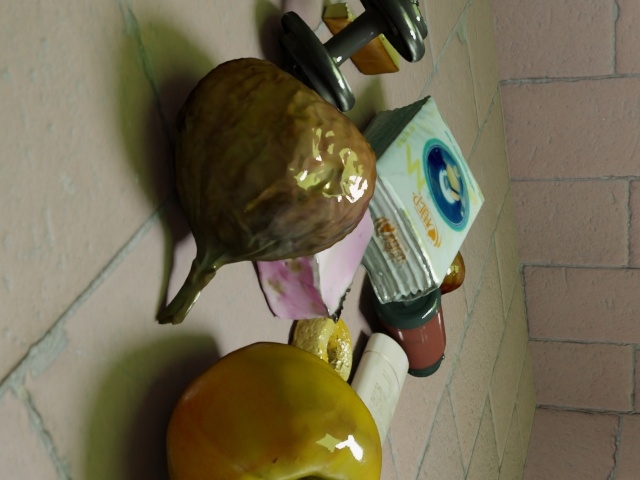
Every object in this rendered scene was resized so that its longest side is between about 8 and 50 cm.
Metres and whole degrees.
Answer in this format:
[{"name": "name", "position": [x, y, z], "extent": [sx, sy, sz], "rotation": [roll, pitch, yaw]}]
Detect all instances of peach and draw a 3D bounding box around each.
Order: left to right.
[{"name": "peach", "position": [-0.062, 0.278, 1.108], "extent": [0.289, 0.308, 0.288], "rotation": [-4, 101, -22]}]

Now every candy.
[{"name": "candy", "position": [0.000, 0.000, 1.431], "extent": [0.265, 0.116, 0.155], "rotation": [-63, 145, -45]}]

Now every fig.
[{"name": "fig", "position": [-0.110, -0.050, 1.111], "extent": [0.368, 0.286, 0.286], "rotation": [-50, 146, -9]}, {"name": "fig", "position": [0.222, 0.007, 1.933], "extent": [0.145, 0.170, 0.274], "rotation": [-16, 86, -62]}]

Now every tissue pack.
[{"name": "tissue pack", "position": [0.176, -0.095, 1.705], "extent": [0.287, 0.162, 0.388], "rotation": [60, 34, -16]}]

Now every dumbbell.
[{"name": "dumbbell", "position": [0.053, -0.333, 1.385], "extent": [0.192, 0.290, 0.192], "rotation": [54, 2, -2]}]

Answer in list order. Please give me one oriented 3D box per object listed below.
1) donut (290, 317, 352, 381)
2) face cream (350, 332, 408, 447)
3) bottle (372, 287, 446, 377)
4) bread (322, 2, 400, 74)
[{"name": "donut", "position": [0.007, 0.203, 1.519], "extent": [0.178, 0.066, 0.162], "rotation": [-1, 91, -66]}, {"name": "face cream", "position": [0.099, 0.342, 1.717], "extent": [0.348, 0.081, 0.173], "rotation": [-64, 145, -45]}, {"name": "bottle", "position": [0.211, 0.199, 1.879], "extent": [0.336, 0.144, 0.144], "rotation": [68, 31, -54]}, {"name": "bread", "position": [0.085, -0.393, 1.653], "extent": [0.226, 0.088, 0.049], "rotation": [37, 59, -64]}]
